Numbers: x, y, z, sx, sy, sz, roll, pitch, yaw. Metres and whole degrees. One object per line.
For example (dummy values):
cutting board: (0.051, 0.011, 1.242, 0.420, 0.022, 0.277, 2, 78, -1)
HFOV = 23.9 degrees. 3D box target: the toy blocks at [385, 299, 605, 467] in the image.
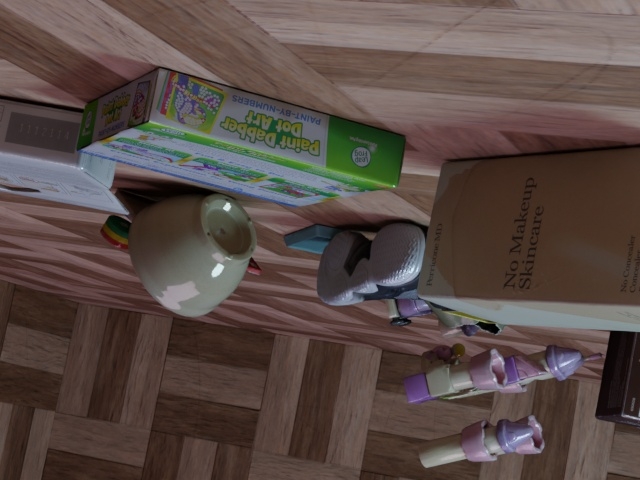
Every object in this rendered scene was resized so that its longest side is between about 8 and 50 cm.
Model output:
toy blocks: (0.299, 0.200, 2.473, 0.260, 0.309, 0.288, -17, 169, 26)

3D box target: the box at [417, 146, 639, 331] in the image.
box: (0.238, 0.002, 1.370, 0.121, 0.148, 0.311, 17, 169, -33)

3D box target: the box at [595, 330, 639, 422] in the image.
box: (0.555, 0.221, 2.434, 0.169, 0.167, 0.203, 11, 172, -1)

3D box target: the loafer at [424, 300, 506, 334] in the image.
loafer: (0.205, 0.085, 2.217, 0.251, 0.087, 0.094, 17, 170, -41)

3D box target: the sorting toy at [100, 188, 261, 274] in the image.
sorting toy: (-0.206, -0.001, 2.074, 0.274, 0.046, 0.132, 17, -157, -42)

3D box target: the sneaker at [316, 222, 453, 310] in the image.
sneaker: (0.106, 0.047, 1.991, 0.153, 0.101, 0.268, 16, 166, -24)

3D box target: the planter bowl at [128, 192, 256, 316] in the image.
planter bowl: (-0.152, 0.005, 1.952, 0.162, 0.162, 0.109, 18, 144, -42)

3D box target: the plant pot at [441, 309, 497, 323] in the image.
plant pot: (0.225, 0.065, 2.062, 0.081, 0.083, 0.081, 15, 171, -27)

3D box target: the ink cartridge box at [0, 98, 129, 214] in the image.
ink cartridge box: (-0.373, -0.107, 1.691, 0.296, 0.066, 0.261, 10, 172, 6)

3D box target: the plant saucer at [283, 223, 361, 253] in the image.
plant saucer: (0.000, 0.000, 2.144, 0.067, 0.018, 0.192, 12, 171, -14)

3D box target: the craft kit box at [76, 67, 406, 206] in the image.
craft kit box: (-0.083, -0.092, 1.456, 0.250, 0.061, 0.247, 14, 174, -23)
